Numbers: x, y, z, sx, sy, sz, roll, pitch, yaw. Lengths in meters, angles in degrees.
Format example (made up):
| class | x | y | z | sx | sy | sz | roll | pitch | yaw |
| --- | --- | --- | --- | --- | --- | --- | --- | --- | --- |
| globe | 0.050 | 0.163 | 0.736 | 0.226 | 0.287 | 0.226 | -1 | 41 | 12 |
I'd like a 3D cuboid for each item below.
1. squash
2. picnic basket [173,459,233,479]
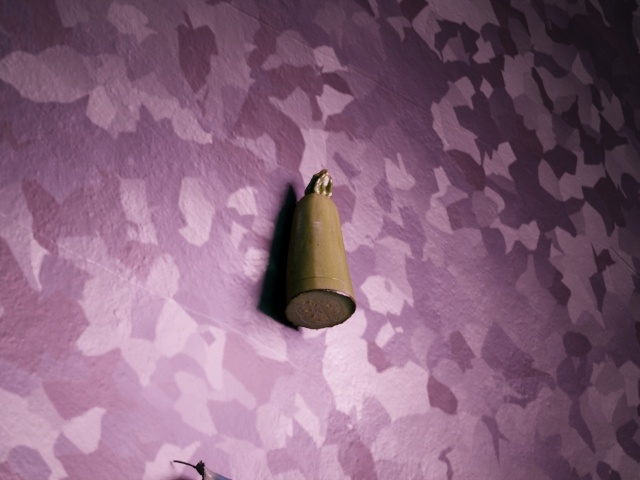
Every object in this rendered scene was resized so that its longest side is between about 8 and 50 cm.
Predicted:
| class | x | y | z | sx | sy | sz | roll | pitch | yaw |
| --- | --- | --- | --- | --- | --- | --- | --- | --- | --- |
| squash | 0.000 | 0.000 | 1.895 | 0.094 | 0.094 | 0.224 | 25 | 51 | -35 |
| picnic basket | -0.140 | 0.290 | 1.660 | 0.083 | 0.083 | 0.065 | 4 | 63 | 5 |
